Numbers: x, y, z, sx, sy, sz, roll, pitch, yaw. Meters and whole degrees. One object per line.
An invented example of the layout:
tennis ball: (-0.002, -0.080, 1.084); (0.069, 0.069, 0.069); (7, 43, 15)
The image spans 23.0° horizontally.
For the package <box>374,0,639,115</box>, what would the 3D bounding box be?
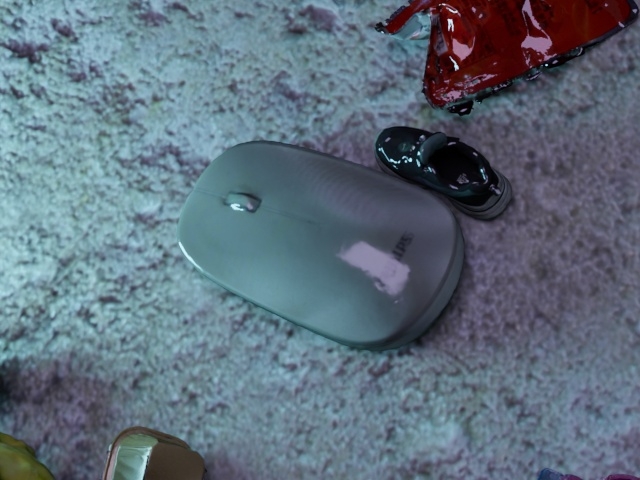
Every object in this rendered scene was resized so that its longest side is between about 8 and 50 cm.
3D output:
package: (0.204, -0.263, 1.786); (0.269, 0.071, 0.194); (-31, 80, -4)

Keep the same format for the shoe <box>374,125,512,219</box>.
shoe: (0.128, -0.089, 1.717); (0.169, 0.099, 0.071); (29, 81, 22)

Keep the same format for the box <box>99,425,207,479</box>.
box: (-0.179, 0.284, 1.646); (0.111, 0.111, 0.177); (6, 70, 15)

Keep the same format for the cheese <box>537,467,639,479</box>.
cheese: (0.282, 0.269, 1.566); (0.145, 0.038, 0.095); (19, 60, 15)

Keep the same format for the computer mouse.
computer mouse: (-0.002, -0.003, 1.721); (0.330, 0.095, 0.197); (20, 71, 20)

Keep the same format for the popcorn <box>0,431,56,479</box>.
popcorn: (-0.370, 0.309, 1.651); (0.266, 0.192, 0.233); (3, 84, 39)
